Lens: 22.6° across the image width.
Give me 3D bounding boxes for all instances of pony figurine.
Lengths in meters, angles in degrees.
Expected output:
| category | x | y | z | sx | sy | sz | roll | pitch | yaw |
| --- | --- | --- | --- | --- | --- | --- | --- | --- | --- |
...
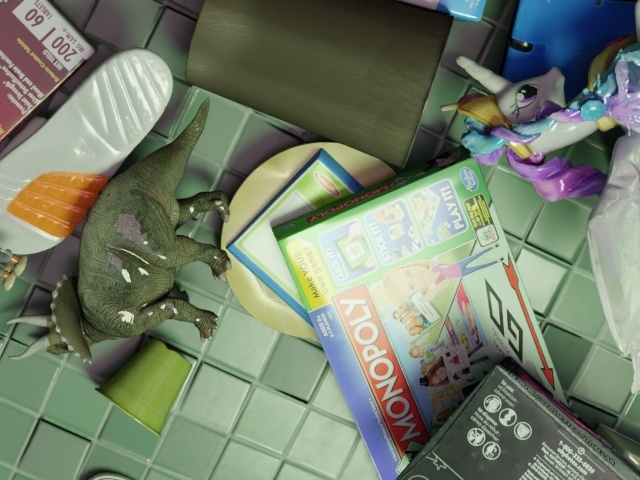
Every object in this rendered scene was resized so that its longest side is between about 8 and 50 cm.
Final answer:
| category | x | y | z | sx | sy | sz | roll | pitch | yaw |
| --- | --- | --- | --- | --- | --- | --- | --- | --- | --- |
| pony figurine | 0.332 | -0.077 | 1.511 | 0.363 | 0.303 | 0.351 | -25 | 95 | 20 |

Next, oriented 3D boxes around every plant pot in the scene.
| category | x | y | z | sx | sy | sz | roll | pitch | yaw |
| --- | --- | --- | --- | --- | --- | --- | --- | --- | --- |
| plant pot | -0.172 | 0.143 | 1.619 | 0.083 | 0.083 | 0.079 | 38 | 82 | -11 |

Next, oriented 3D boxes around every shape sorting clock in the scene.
| category | x | y | z | sx | sy | sz | roll | pitch | yaw |
| --- | --- | --- | --- | --- | --- | --- | --- | --- | --- |
| shape sorting clock | 0.000 | 0.000 | 1.626 | 0.206 | 0.040 | 0.206 | -3 | 109 | -9 |

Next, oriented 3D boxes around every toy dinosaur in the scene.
| category | x | y | z | sx | sy | sz | roll | pitch | yaw |
| --- | --- | --- | --- | --- | --- | --- | --- | --- | --- |
| toy dinosaur | -0.174 | 0.012 | 1.551 | 0.160 | 0.121 | 0.314 | 12 | 114 | -30 |

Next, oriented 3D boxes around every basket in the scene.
| category | x | y | z | sx | sy | sz | roll | pitch | yaw |
| --- | --- | --- | --- | --- | --- | --- | --- | --- | --- |
| basket | -0.003 | -0.176 | 1.532 | 0.226 | 0.204 | 0.154 | 18 | 94 | 0 |

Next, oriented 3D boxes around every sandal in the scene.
| category | x | y | z | sx | sy | sz | roll | pitch | yaw |
| --- | --- | --- | --- | --- | --- | --- | --- | --- | --- |
| sandal | -0.239 | -0.092 | 1.564 | 0.265 | 0.076 | 0.102 | -42 | 112 | 16 |

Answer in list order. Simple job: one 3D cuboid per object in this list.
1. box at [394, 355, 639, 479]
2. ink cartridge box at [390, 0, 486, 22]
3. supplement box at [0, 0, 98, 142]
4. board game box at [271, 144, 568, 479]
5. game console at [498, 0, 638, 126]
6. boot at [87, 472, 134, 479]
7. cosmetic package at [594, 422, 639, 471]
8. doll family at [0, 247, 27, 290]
| category | x | y | z | sx | sy | sz | roll | pitch | yaw |
| --- | --- | --- | --- | --- | --- | --- | --- | --- | --- |
| box | 0.220 | 0.253 | 1.556 | 0.247 | 0.142 | 0.163 | 41 | 97 | 8 |
| ink cartridge box | 0.072 | -0.309 | 1.558 | 0.203 | 0.086 | 0.148 | 13 | 98 | -9 |
| supplement box | -0.345 | -0.149 | 1.546 | 0.239 | 0.073 | 0.130 | -43 | 100 | 3 |
| board game box | 0.108 | 0.089 | 1.628 | 0.213 | 0.046 | 0.317 | -24 | 111 | -2 |
| game console | 0.328 | -0.260 | 1.612 | 0.293 | 0.173 | 0.250 | 4 | 130 | -7 |
| boot | -0.171 | 0.319 | 1.639 | 0.069 | 0.086 | 0.190 | -44 | 102 | 2 |
| cosmetic package | 0.298 | 0.371 | 1.689 | 0.160 | 0.113 | 0.309 | 28 | 95 | -10 |
| doll family | -0.375 | 0.036 | 1.552 | 0.111 | 0.076 | 0.193 | 30 | 114 | -25 |
